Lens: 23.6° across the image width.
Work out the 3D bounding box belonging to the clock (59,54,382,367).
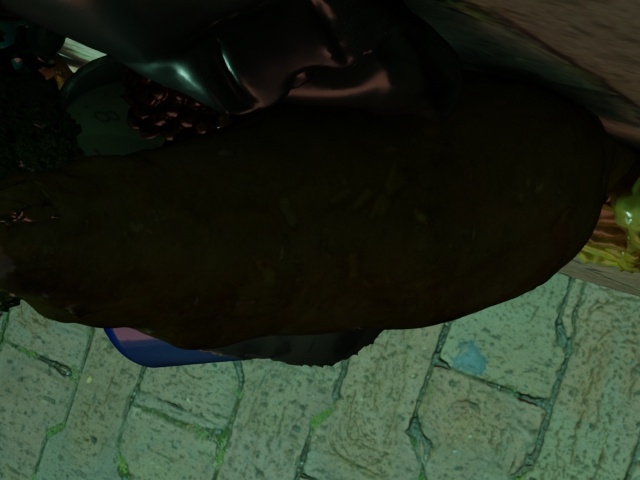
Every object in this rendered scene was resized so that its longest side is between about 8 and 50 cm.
[{"bbox_3d":[-0.060,-0.031,1.041,0.281,0.055,0.280,19,-146,-14],"label":"clock"}]

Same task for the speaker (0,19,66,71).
[{"bbox_3d":[-0.215,-0.151,1.082,0.075,0.060,0.094,19,180,19],"label":"speaker"}]

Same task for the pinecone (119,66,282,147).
[{"bbox_3d":[-0.044,-0.088,0.797,0.109,0.102,0.102,-17,-159,-36],"label":"pinecone"}]

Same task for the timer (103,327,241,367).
[{"bbox_3d":[0.000,0.000,1.462,0.384,0.270,0.270,3,174,20],"label":"timer"}]

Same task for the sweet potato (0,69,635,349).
[{"bbox_3d":[-0.001,-0.014,0.725,0.423,0.130,0.130,-7,-163,-42],"label":"sweet potato"}]

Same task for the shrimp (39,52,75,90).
[{"bbox_3d":[-0.303,-0.170,1.555,0.152,0.063,0.287,16,-177,-23],"label":"shrimp"}]

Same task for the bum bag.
[{"bbox_3d":[-0.086,-0.107,0.641,0.326,0.079,0.142,16,-177,-16],"label":"bum bag"}]

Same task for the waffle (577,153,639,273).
[{"bbox_3d":[0.203,-0.016,1.040,0.325,0.068,0.302,20,177,-35],"label":"waffle"}]

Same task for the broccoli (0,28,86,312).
[{"bbox_3d":[-0.272,-0.082,0.822,0.304,0.321,0.283,2,-144,-3],"label":"broccoli"}]
